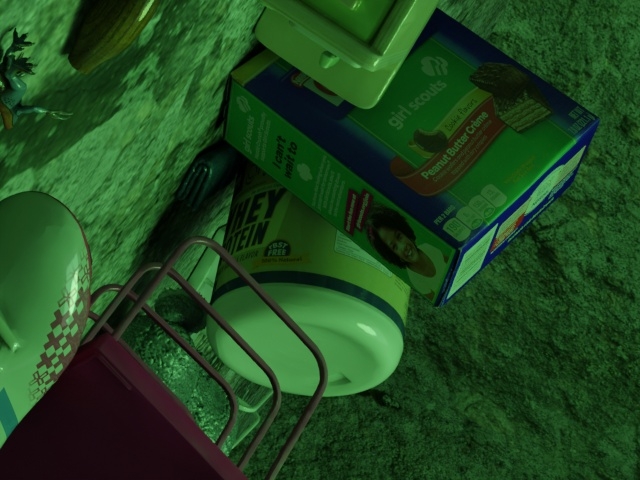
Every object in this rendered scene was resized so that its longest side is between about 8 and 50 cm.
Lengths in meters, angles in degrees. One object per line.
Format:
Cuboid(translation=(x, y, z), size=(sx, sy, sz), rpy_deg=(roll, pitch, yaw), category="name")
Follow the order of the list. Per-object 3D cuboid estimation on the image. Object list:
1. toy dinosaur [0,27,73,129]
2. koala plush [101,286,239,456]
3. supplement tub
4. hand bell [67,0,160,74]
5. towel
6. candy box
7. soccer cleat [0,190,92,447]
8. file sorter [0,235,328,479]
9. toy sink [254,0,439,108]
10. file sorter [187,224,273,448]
Cuboid(translation=(-0.212, -0.103, 0.933), size=(0.090, 0.047, 0.082), rpy_deg=(-5, 148, -37), category="toy dinosaur")
Cuboid(translation=(-0.192, 0.162, 1.649), size=(0.196, 0.203, 0.221), rpy_deg=(-52, 160, -32), category="koala plush")
Cuboid(translation=(0.000, 0.000, 1.646), size=(0.228, 0.228, 0.316), rpy_deg=(112, -11, -58), category="supplement tub")
Cuboid(translation=(-0.100, -0.210, 0.980), size=(0.242, 0.126, 0.126), rpy_deg=(-45, 177, 19), category="hand bell")
Cuboid(translation=(-0.120, -0.078, 1.596), size=(0.067, 0.029, 0.119), rpy_deg=(-60, 172, 23), category="towel")
Cuboid(translation=(0.096, -0.122, 1.524), size=(0.268, 0.317, 0.122), rpy_deg=(-40, 158, -33), category="candy box")
Cuboid(translation=(-0.278, 0.115, 1.063), size=(0.331, 0.116, 0.143), rpy_deg=(-59, 174, 26), category="soccer cleat")
Cuboid(translation=(-0.166, 0.151, 1.260), size=(0.290, 0.202, 0.182), rpy_deg=(-28, -160, 43), category="file sorter")
Cuboid(translation=(0.030, -0.251, 1.342), size=(0.234, 0.153, 0.131), rpy_deg=(-58, 173, 20), category="toy sink")
Cuboid(translation=(-0.113, 0.127, 1.987), size=(0.278, 0.173, 0.193), rpy_deg=(-59, 173, 16), category="file sorter")
